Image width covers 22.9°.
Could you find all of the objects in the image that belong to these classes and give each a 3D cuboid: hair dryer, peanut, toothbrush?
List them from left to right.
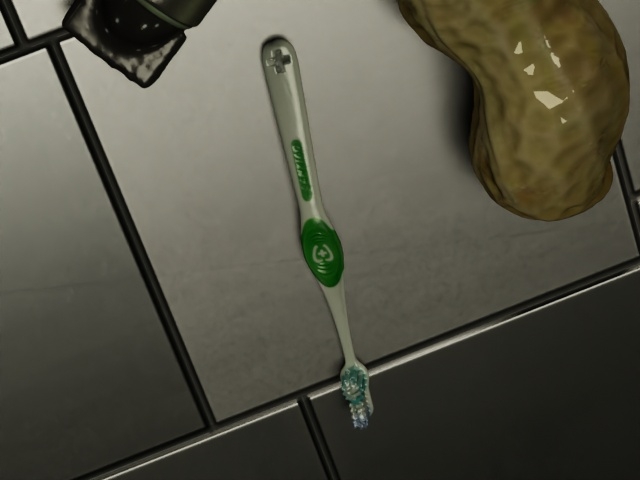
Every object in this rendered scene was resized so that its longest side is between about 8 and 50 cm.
[{"bbox_3d":[-0.151,-0.244,1.001,0.248,0.078,0.196,37,101,-12],"label":"hair dryer"},{"bbox_3d":[0.000,-0.001,1.143,0.030,0.030,0.304,-15,110,-6],"label":"toothbrush"},{"bbox_3d":[0.130,-0.143,1.064,0.136,0.120,0.298,-13,116,19],"label":"peanut"}]
